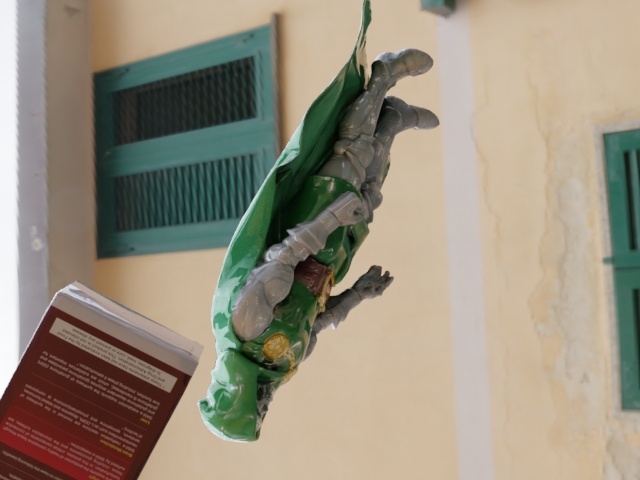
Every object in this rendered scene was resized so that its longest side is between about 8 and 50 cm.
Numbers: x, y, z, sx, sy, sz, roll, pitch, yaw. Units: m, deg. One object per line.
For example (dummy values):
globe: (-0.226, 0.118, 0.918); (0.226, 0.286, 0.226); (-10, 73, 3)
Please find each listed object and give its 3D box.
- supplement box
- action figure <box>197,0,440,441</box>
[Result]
supplement box: (-0.209, 0.170, 0.754); (0.130, 0.073, 0.239); (29, -88, -6)
action figure: (0.000, 0.000, 0.471); (0.232, 0.064, 0.137); (-63, -27, -27)
